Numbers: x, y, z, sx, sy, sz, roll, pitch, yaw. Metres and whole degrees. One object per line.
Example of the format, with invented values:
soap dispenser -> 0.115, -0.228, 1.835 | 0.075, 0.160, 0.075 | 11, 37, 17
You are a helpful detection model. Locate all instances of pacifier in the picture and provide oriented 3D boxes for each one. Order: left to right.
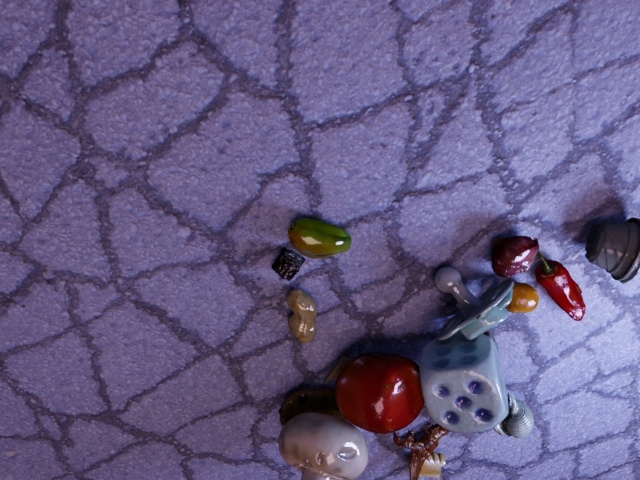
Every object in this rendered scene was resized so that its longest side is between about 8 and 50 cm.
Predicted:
pacifier -> 0.520, 0.203, 1.670 | 0.269, 0.288, 0.343 | 52, 127, 8

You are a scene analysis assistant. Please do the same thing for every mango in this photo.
mango -> 0.000, 0.000, 1.554 | 0.233, 0.111, 0.125 | 15, 130, -26

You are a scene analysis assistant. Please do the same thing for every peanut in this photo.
peanut -> -0.065, 0.274, 1.696 | 0.103, 0.098, 0.229 | -16, 118, -28

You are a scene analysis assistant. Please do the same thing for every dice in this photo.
dice -> 0.518, 0.504, 1.692 | 0.265, 0.268, 0.262 | -13, 103, 23

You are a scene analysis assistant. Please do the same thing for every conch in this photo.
conch -> 0.817, 0.744, 2.005 | 0.172, 0.131, 0.199 | -15, 79, 27

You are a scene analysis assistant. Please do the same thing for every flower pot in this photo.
flower pot -> 1.013, 0.020, 1.614 | 0.141, 0.235, 0.235 | 16, 117, 11

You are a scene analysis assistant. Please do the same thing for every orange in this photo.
orange -> 0.730, 0.209, 1.720 | 0.136, 0.135, 0.117 | -6, 84, -2

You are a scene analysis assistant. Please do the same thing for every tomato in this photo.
tomato -> 0.223, 0.564, 1.750 | 0.325, 0.293, 0.289 | 10, 79, -43

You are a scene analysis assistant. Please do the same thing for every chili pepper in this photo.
chili pepper -> 0.884, 0.171, 1.724 | 0.110, 0.110, 0.387 | -38, 117, 14

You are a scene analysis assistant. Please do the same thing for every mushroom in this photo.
mushroom -> 0.022, 0.818, 1.771 | 0.353, 0.353, 0.325 | -52, 150, 19

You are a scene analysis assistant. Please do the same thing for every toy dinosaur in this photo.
toy dinosaur -> 0.417, 0.927, 2.059 | 0.208, 0.097, 0.432 | 34, 91, -9

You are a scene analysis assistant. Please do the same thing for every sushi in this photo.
sushi -> -0.112, 0.082, 1.602 | 0.094, 0.098, 0.084 | 34, 107, -1

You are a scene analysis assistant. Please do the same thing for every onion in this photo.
onion -> 0.666, 0.043, 1.630 | 0.184, 0.147, 0.184 | -29, 156, -14

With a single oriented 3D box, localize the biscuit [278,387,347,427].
biscuit -> -0.025, 0.711, 1.937 | 0.296, 0.075, 0.295 | -2, 120, -3

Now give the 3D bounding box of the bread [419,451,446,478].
bread -> 0.495, 1.024, 2.144 | 0.177, 0.084, 0.119 | 12, 114, -11

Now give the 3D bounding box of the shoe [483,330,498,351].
shoe -> 0.632, 0.398, 1.823 | 0.103, 0.100, 0.251 | -30, 114, 9

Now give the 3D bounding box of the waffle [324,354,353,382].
waffle -> 0.090, 0.534, 1.885 | 0.098, 0.023, 0.152 | 28, 110, -17
